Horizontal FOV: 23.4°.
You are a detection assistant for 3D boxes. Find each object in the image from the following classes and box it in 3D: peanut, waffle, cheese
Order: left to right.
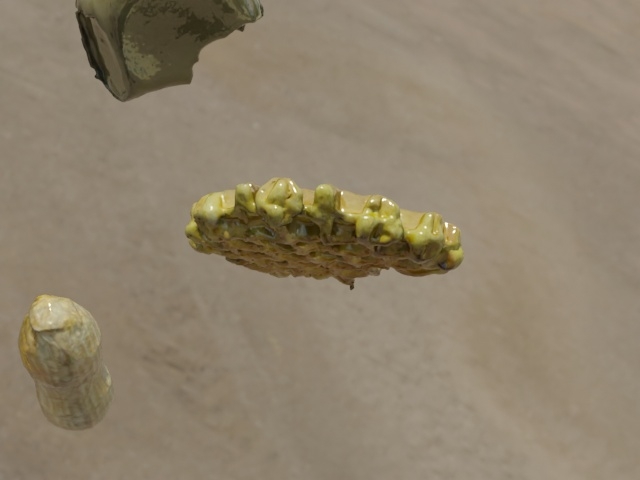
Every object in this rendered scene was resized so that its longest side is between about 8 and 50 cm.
[{"bbox_3d":[-0.267,0.132,1.634,0.087,0.207,0.087,-2,53,2],"label":"peanut"},{"bbox_3d":[-0.165,-0.253,1.721,0.202,0.175,0.091,-18,30,-13],"label":"cheese"},{"bbox_3d":[0.000,-0.001,1.428,0.249,0.056,0.253,11,-14,-12],"label":"waffle"}]
